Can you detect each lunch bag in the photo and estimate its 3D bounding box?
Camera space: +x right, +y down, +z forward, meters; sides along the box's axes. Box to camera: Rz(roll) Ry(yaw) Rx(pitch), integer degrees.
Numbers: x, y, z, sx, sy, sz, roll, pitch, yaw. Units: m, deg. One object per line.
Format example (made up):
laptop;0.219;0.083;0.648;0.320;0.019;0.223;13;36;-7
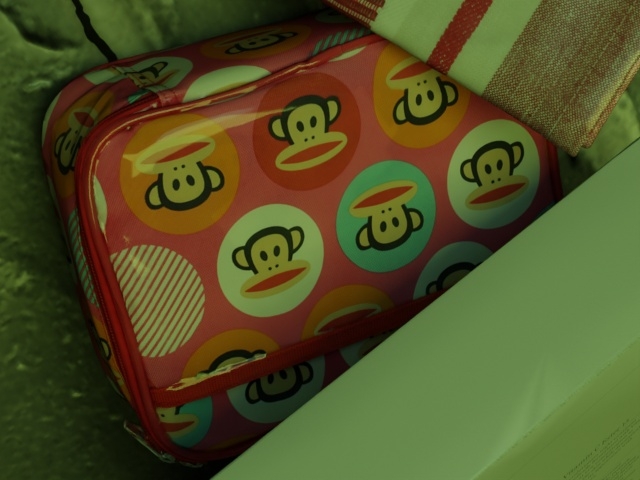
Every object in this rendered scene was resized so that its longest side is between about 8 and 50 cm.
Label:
lunch bag;0.000;0.000;0.853;0.293;0.120;0.258;-20;115;-18

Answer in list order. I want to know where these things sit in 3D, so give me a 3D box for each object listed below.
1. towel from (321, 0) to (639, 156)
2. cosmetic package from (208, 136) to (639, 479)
towel;0.061;-0.228;0.763;0.329;0.037;0.237;33;95;9
cosmetic package;0.098;0.133;0.821;0.377;0.097;0.284;-36;151;-22
